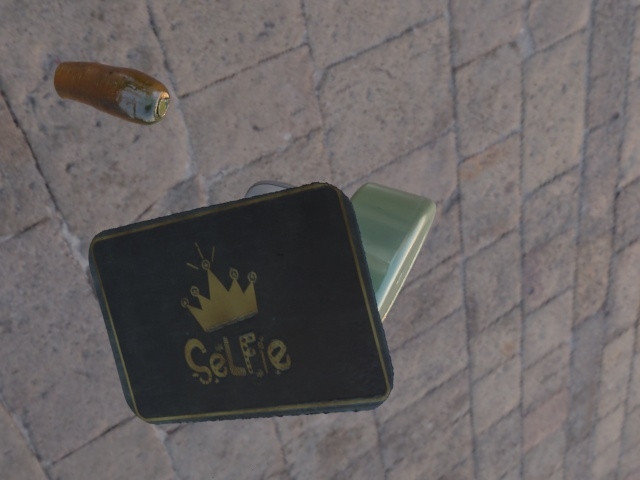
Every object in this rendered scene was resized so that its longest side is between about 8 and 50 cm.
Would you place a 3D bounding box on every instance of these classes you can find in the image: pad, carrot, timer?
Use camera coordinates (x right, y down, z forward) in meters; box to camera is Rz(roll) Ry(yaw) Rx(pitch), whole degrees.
[{"bbox_3d":[-0.108,0.120,0.892,0.063,0.375,0.315,-24,101,-58],"label":"pad"},{"bbox_3d":[-0.334,-0.241,1.308,0.087,0.193,0.087,19,90,-75],"label":"carrot"},{"bbox_3d":[0.000,0.000,1.430,0.291,0.315,0.291,-61,170,-19],"label":"timer"}]
